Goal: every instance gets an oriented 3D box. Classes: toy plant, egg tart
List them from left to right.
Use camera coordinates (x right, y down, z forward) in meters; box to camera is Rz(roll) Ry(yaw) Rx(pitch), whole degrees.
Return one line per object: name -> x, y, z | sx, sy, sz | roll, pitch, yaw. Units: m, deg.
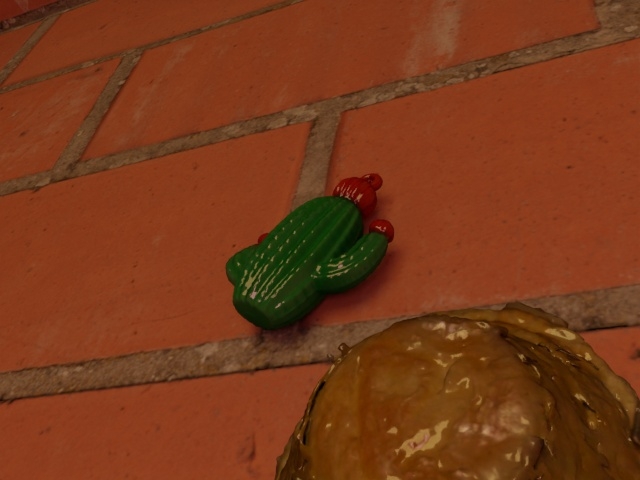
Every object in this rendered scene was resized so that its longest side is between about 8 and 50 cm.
toy plant -> 0.002, 0.008, 0.809 | 0.240, 0.088, 0.154 | -31, 36, -12
egg tart -> 0.091, 0.163, 0.534 | 0.341, 0.132, 0.341 | -16, 36, 12
